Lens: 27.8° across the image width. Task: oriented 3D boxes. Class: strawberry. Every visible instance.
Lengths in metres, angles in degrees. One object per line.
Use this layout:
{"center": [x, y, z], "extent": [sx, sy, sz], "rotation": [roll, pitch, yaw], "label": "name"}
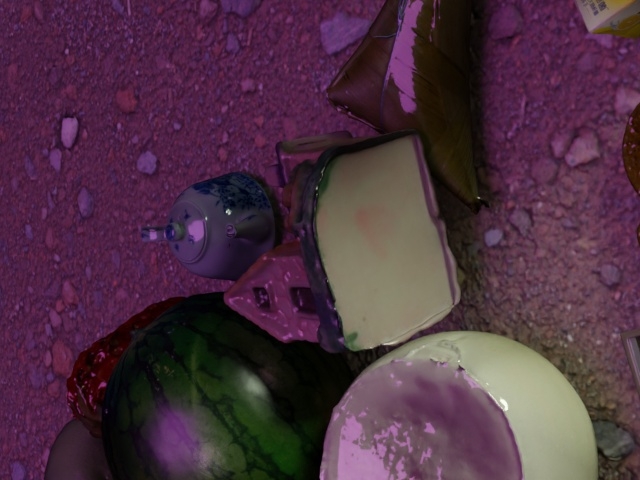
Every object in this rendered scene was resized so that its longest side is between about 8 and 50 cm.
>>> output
{"center": [-0.251, 0.186, 1.893], "extent": [0.205, 0.205, 0.244], "rotation": [-16, 40, 46], "label": "strawberry"}

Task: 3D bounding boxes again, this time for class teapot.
{"center": [-0.160, -0.016, 1.821], "extent": [0.232, 0.159, 0.158], "rotation": [-2, 93, 46], "label": "teapot"}

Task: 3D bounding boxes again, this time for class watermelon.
{"center": [-0.109, 0.239, 1.648], "extent": [0.363, 0.363, 0.363], "rotation": [6, 99, 45], "label": "watermelon"}

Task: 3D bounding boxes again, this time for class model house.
{"center": [0.000, 0.000, 1.533], "extent": [0.237, 0.202, 0.236], "rotation": [-1, 110, 51], "label": "model house"}

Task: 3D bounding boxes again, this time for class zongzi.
{"center": [0.150, -0.189, 1.514], "extent": [0.256, 0.115, 0.228], "rotation": [46, 121, 25], "label": "zongzi"}

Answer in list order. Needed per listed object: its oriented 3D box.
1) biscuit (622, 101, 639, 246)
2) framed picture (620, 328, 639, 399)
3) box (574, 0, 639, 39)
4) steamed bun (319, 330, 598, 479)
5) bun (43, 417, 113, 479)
{"center": [0.392, -0.051, 1.326], "extent": [0.180, 0.039, 0.236], "rotation": [-34, 70, 45], "label": "biscuit"}
{"center": [0.385, 0.157, 1.374], "extent": [0.109, 0.011, 0.149], "rotation": [-24, 76, 45], "label": "framed picture"}
{"center": [0.310, -0.363, 1.334], "extent": [0.168, 0.097, 0.265], "rotation": [-33, 71, 43], "label": "box"}
{"center": [0.163, 0.261, 1.467], "extent": [0.324, 0.206, 0.324], "rotation": [0, 90, 37], "label": "steamed bun"}
{"center": [-0.305, 0.408, 1.979], "extent": [0.187, 0.293, 0.293], "rotation": [-1, 94, 9], "label": "bun"}
